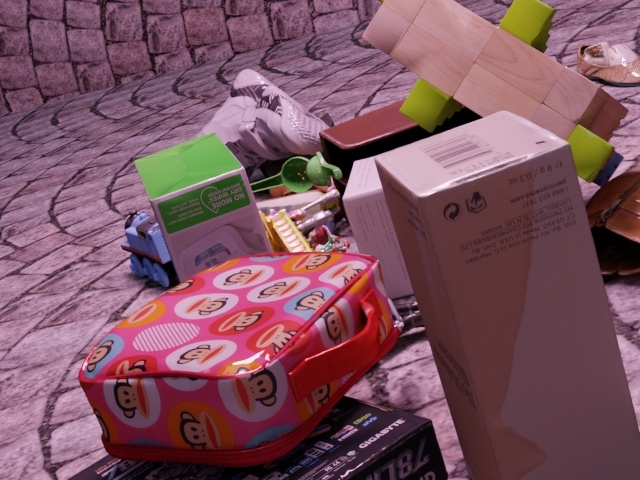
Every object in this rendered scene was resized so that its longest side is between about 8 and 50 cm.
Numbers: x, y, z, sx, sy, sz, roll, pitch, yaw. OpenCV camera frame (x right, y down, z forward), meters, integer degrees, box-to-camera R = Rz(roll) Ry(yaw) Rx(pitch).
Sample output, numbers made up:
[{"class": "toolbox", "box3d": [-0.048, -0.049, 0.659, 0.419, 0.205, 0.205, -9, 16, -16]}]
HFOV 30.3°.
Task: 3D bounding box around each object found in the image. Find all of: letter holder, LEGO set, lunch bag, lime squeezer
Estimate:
[{"class": "letter holder", "box3d": [0.185, -0.125, 1.735, 0.302, 0.152, 0.214, -22, 21, -12]}, {"class": "LEGO set", "box3d": [0.000, 0.000, 1.491, 0.107, 0.132, 0.287, -27, 8, -8]}, {"class": "lunch bag", "box3d": [-0.056, 0.102, 1.138, 0.258, 0.120, 0.293, -5, 20, 33]}, {"class": "lime squeezer", "box3d": [-0.032, -0.101, 1.781, 0.110, 0.058, 0.310, -3, -2, -38]}]

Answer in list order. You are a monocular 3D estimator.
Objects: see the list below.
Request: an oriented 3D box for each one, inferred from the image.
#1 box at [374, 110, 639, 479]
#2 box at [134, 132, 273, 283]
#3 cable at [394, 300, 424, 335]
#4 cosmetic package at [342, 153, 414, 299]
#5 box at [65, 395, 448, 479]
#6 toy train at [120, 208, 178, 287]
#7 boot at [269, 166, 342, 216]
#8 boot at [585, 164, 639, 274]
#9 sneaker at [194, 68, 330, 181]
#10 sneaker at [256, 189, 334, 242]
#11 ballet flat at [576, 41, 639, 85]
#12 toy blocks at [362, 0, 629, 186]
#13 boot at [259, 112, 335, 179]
[{"class": "box", "box3d": [0.155, 0.069, 0.947, 0.121, 0.311, 0.148, -20, 18, -6]}, {"class": "box", "box3d": [-0.135, 0.003, 1.535, 0.127, 0.231, 0.262, -20, 19, -8]}, {"class": "cable", "box3d": [0.082, 0.108, 1.357, 0.287, 0.072, 0.139, -8, 0, -9]}, {"class": "cosmetic package", "box3d": [0.142, -0.035, 1.509, 0.184, 0.151, 0.151, -14, 19, 14]}, {"class": "box", "box3d": [-0.087, 0.232, 1.082, 0.296, 0.073, 0.293, -28, 18, -33]}, {"class": "toy train", "box3d": [-0.252, 0.006, 1.833, 0.080, 0.105, 0.184, -26, 20, -24]}, {"class": "boot", "box3d": [-0.051, -0.058, 1.891, 0.197, 0.073, 0.152, -1, 29, 48]}, {"class": "boot", "box3d": [0.420, -0.045, 1.340, 0.283, 0.109, 0.220, -4, 21, 42]}, {"class": "sneaker", "box3d": [-0.112, -0.164, 2.061, 0.210, 0.137, 0.366, -54, 27, 5]}, {"class": "sneaker", "box3d": [-0.068, -0.011, 1.741, 0.192, 0.086, 0.064, -15, -27, -13]}, {"class": "ballet flat", "box3d": [0.517, -0.318, 2.105, 0.073, 0.067, 0.206, -23, 19, -18]}, {"class": "toy blocks", "box3d": [0.234, -0.194, 1.469, 0.381, 0.190, 0.261, 37, 12, 25]}, {"class": "boot", "box3d": [-0.031, -0.142, 2.136, 0.161, 0.083, 0.246, -29, 18, 4]}]
